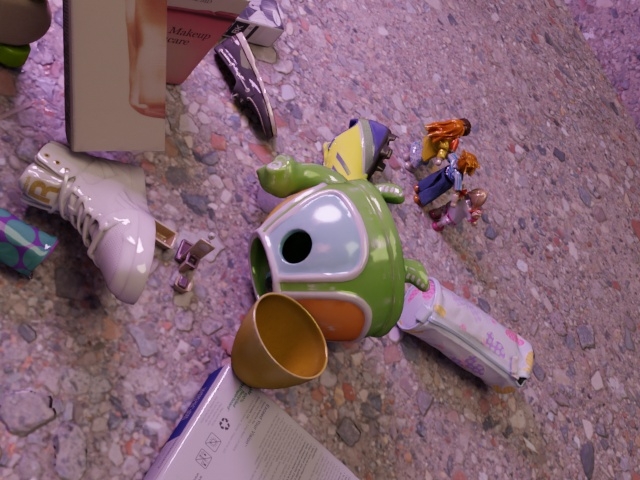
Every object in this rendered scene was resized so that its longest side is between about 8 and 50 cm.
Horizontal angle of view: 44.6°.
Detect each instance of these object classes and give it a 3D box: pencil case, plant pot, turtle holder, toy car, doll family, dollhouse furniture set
[{"bbox_3d":[-0.416,-0.015,0.990,0.151,0.064,0.070,35,4,-21],"label":"pencil case"},{"bbox_3d":[-0.071,0.155,1.090,0.134,0.095,0.134,34,33,-27],"label":"plant pot"},{"bbox_3d":[0.007,0.004,1.227,0.227,0.243,0.321,-7,87,-20],"label":"turtle holder"},{"bbox_3d":[-0.472,-0.374,1.111,0.148,0.155,0.188,3,51,-41],"label":"toy car"},{"bbox_3d":[0.269,0.179,1.443,0.273,0.113,0.124,35,25,-20],"label":"pencil case"},{"bbox_3d":[0.253,-0.152,1.594,0.118,0.163,0.263,12,58,-37],"label":"doll family"},{"bbox_3d":[-0.215,0.004,1.145,0.114,0.081,0.091,34,47,-21],"label":"dollhouse furniture set"}]

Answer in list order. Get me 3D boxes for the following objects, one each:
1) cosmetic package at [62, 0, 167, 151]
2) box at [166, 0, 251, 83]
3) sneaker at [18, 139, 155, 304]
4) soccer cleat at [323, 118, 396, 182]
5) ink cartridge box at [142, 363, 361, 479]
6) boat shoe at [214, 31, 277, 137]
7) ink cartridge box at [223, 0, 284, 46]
[{"bbox_3d":[-0.282,-0.280,1.065,0.129,0.296,0.153,-2,21,-22],"label":"cosmetic package"},{"bbox_3d":[-0.242,-0.368,1.237,0.148,0.232,0.127,-3,67,-42],"label":"box"},{"bbox_3d":[-0.314,-0.031,1.021,0.169,0.108,0.292,18,24,-29],"label":"sneaker"},{"bbox_3d":[0.044,-0.132,1.474,0.121,0.093,0.289,24,48,11],"label":"soccer cleat"},{"bbox_3d":[-0.088,0.387,1.033,0.330,0.071,0.324,45,41,-12],"label":"ink cartridge box"},{"bbox_3d":[-0.134,-0.274,1.419,0.064,0.075,0.206,-21,83,-3],"label":"boat shoe"},{"bbox_3d":[-0.228,-0.470,1.438,0.332,0.065,0.165,1,65,-40],"label":"ink cartridge box"}]
